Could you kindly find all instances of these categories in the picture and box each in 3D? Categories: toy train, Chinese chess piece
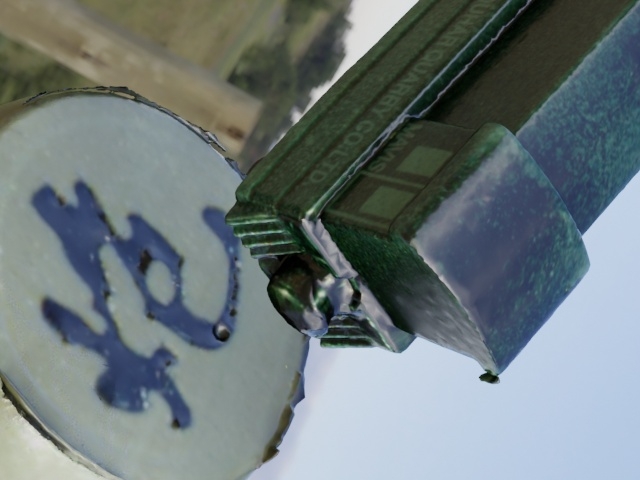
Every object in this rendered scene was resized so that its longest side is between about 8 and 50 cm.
[{"bbox_3d":[0.108,-0.063,0.780,0.330,0.138,0.178,-47,-148,-16],"label":"toy train"},{"bbox_3d":[-0.169,0.054,1.047,0.146,0.349,0.349,-28,-154,39],"label":"Chinese chess piece"}]

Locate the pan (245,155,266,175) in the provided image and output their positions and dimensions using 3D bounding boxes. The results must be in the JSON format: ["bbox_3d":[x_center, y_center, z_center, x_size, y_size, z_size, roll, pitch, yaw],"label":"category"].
[{"bbox_3d":[-0.001,0.001,1.412,0.040,0.212,0.115,-28,-161,54],"label":"pan"}]
